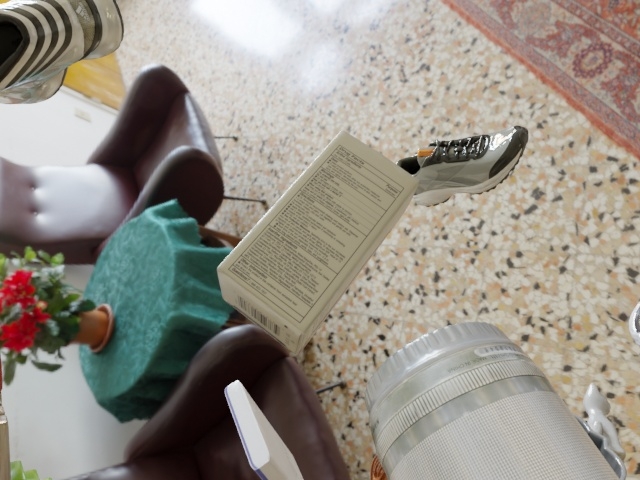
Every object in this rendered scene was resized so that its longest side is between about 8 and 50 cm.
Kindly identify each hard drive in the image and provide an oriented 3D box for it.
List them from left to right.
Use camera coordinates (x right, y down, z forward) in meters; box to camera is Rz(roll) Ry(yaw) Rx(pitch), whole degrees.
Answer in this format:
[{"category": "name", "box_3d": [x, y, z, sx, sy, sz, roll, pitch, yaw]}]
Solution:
[{"category": "hard drive", "box_3d": [-0.097, 0.467, 1.097, 0.040, 0.319, 0.210, -29, 38, -8]}]

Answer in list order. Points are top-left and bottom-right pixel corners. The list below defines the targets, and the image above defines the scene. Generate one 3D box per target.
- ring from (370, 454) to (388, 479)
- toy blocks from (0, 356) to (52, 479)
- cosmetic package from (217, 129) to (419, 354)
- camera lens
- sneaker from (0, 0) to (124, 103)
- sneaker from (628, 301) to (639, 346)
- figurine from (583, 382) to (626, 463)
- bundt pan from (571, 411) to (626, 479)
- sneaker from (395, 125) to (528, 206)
[{"category": "ring", "box_3d": [0.169, 0.496, 0.808, 0.336, 0.032, 0.337, 43, 143, 45]}, {"category": "toy blocks", "box_3d": [-0.300, 0.110, 0.380, 0.381, 0.190, 0.261, 6, 97, 53]}, {"category": "cosmetic package", "box_3d": [0.000, 0.000, 0.772, 0.153, 0.129, 0.296, 36, 66, 11]}, {"category": "camera lens", "box_3d": [0.189, 0.257, 0.566, 0.219, 0.219, 0.274, -46, 44, 22]}, {"category": "sneaker", "box_3d": [-0.566, -0.318, 0.882, 0.447, 0.257, 0.169, -8, 114, 38]}, {"category": "sneaker", "box_3d": [0.677, 0.095, 0.983, 0.101, 0.268, 0.153, 23, 136, 28]}, {"category": "figurine", "box_3d": [0.660, 0.484, 1.246, 0.092, 0.209, 0.215, 4, 118, 20]}, {"category": "bundt pan", "box_3d": [0.322, 0.397, 0.869, 0.330, 0.330, 0.124, 20, 118, 45]}, {"category": "sneaker", "box_3d": [0.244, -0.140, 0.926, 0.271, 0.108, 0.100, -20, 39, 51]}]
